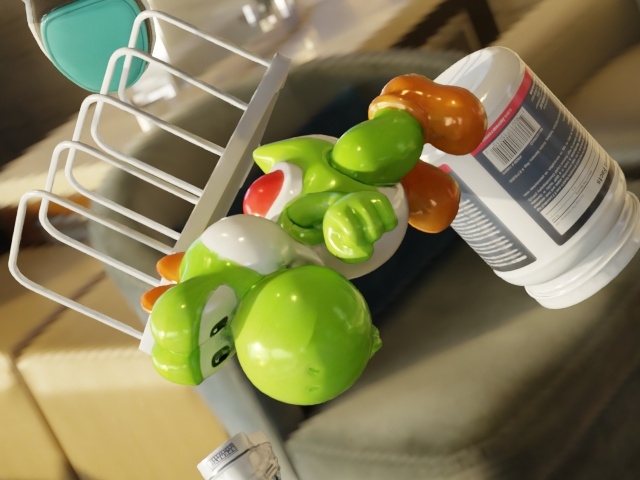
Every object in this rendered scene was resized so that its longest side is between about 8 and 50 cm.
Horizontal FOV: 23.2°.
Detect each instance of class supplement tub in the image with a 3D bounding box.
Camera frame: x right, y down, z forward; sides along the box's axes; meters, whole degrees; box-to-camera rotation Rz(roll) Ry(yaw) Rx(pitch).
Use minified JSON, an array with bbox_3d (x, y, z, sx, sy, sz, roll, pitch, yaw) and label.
[{"bbox_3d":[0.230,-0.071,1.808,0.191,0.272,0.191,-40,18,16],"label":"supplement tub"}]

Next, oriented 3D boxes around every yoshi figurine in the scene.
[{"bbox_3d":[0.021,0.019,1.293,0.203,0.204,0.362,-13,22,49],"label":"yoshi figurine"}]

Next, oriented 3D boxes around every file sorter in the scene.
[{"bbox_3d":[-0.174,-0.069,1.592,0.193,0.173,0.278,117,179,-55],"label":"file sorter"}]

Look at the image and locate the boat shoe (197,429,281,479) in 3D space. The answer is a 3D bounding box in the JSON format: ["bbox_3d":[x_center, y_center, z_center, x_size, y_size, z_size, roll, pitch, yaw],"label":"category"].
[{"bbox_3d":[-0.091,0.288,1.892,0.095,0.084,0.258,-39,-9,2],"label":"boat shoe"}]

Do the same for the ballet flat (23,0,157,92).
[{"bbox_3d":[-0.274,-0.299,1.688,0.139,0.139,0.400,-24,-23,3],"label":"ballet flat"}]
